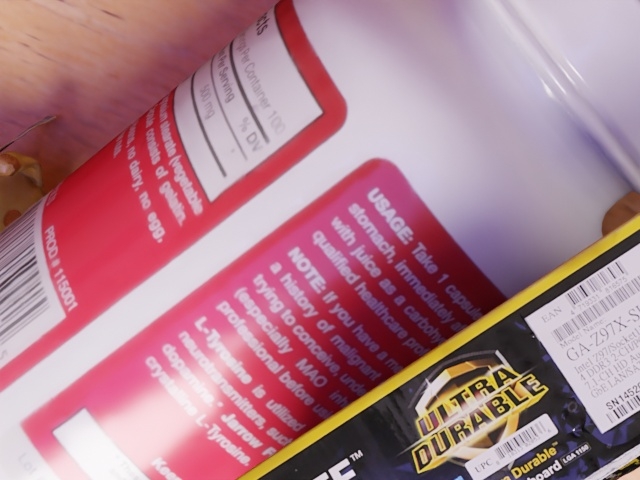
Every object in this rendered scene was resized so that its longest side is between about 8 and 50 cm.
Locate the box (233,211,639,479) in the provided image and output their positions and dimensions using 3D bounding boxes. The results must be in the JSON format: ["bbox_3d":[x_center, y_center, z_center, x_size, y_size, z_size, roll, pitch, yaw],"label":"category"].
[{"bbox_3d":[0.085,0.108,0.581,0.257,0.322,0.079,-36,72,7],"label":"box"}]

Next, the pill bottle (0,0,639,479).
[{"bbox_3d":[0.000,0.000,0.654,0.407,0.229,0.229,-37,90,14],"label":"pill bottle"}]

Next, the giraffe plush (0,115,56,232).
[{"bbox_3d":[-0.232,0.038,0.842,0.210,0.181,0.170,-32,106,-7],"label":"giraffe plush"}]
